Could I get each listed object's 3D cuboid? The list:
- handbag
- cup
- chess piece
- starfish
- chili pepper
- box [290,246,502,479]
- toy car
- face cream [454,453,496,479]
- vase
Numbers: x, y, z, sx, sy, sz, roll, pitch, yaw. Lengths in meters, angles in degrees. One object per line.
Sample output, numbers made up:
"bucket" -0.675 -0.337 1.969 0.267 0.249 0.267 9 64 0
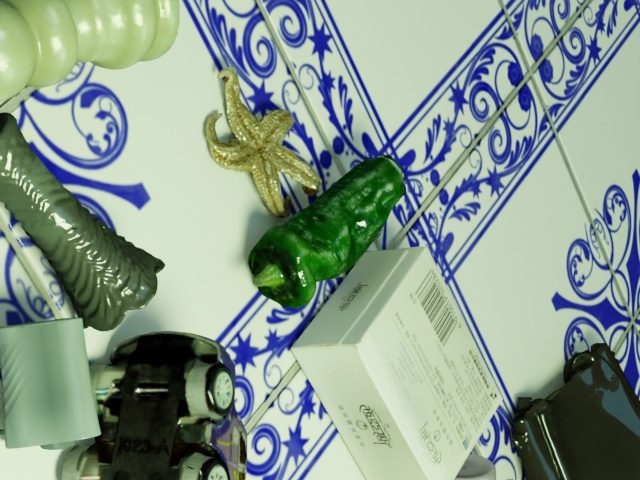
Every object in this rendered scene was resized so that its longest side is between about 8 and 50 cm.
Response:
"handbag" 0.409 0.319 2.288 0.285 0.113 0.257 -32 105 -39
"cup" -0.293 0.148 1.486 0.128 0.095 0.129 -7 88 -12
"chess piece" -0.281 -0.215 1.509 0.251 0.144 0.144 -31 110 -41
"starfish" -0.070 -0.120 1.805 0.150 0.053 0.209 -49 121 -46
"chili pepper" 0.000 0.000 1.832 0.099 0.136 0.270 46 43 4
"box" 0.107 0.177 1.936 0.203 0.116 0.274 -53 125 -39
"toy car" -0.160 0.223 1.595 0.158 0.172 0.235 39 54 -60
"face cream" 0.201 0.439 2.059 0.154 0.096 0.274 -22 116 -51
"vase" -0.274 -0.022 1.520 0.237 0.115 0.115 53 50 -30
